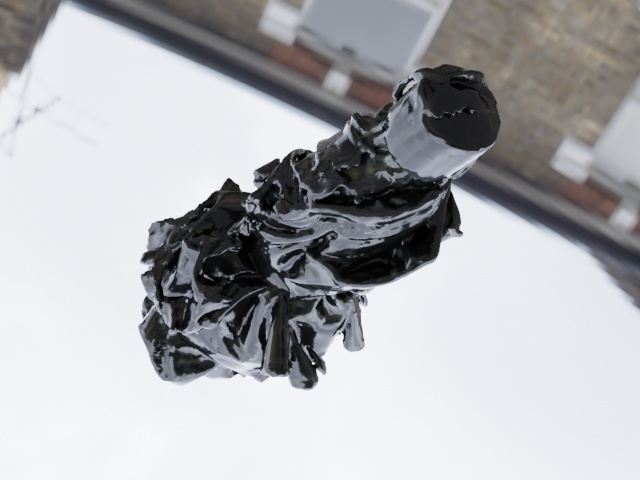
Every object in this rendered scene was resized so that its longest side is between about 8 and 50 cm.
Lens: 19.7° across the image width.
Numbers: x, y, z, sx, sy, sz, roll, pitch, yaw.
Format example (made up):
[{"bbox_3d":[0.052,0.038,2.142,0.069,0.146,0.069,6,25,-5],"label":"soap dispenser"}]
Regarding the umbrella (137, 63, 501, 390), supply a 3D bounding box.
[{"bbox_3d":[0.009,0.007,1.113,0.154,0.337,0.128,28,-125,-31],"label":"umbrella"}]
